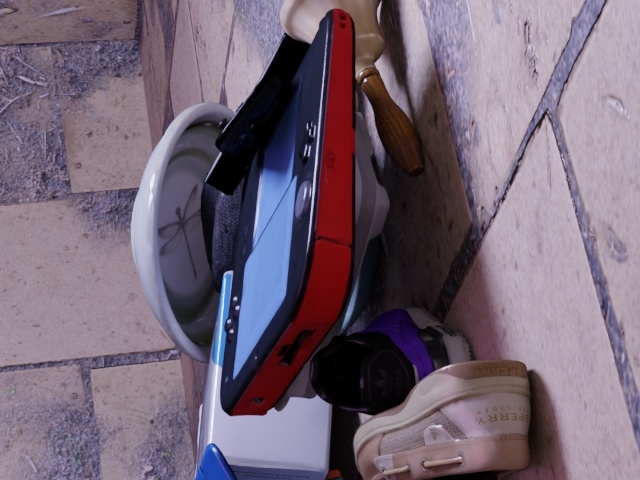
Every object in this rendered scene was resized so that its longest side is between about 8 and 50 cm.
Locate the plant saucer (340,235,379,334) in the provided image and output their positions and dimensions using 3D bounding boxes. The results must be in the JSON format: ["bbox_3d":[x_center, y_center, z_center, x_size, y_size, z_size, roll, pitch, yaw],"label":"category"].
[{"bbox_3d":[0.006,-0.035,2.017,0.317,0.044,0.317,172,90,-70],"label":"plant saucer"}]

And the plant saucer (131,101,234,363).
[{"bbox_3d":[-0.197,-0.011,2.446,0.400,0.100,0.400,-1,-90,-65],"label":"plant saucer"}]

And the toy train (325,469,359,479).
[{"bbox_3d":[0.036,0.383,2.127,0.125,0.046,0.166,-111,17,-51],"label":"toy train"}]

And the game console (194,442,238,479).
[{"bbox_3d":[-0.032,0.374,1.989,0.293,0.250,0.173,113,159,-66],"label":"game console"}]

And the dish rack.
[{"bbox_3d":[0.000,0.000,1.809,0.285,0.072,0.333,-103,23,-54],"label":"dish rack"}]

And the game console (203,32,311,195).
[{"bbox_3d":[-0.075,-0.155,1.861,0.213,0.044,0.361,-62,2,0],"label":"game console"}]

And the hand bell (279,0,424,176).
[{"bbox_3d":[0.055,-0.170,1.738,0.126,0.126,0.242,105,146,-58],"label":"hand bell"}]

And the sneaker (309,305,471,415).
[{"bbox_3d":[0.054,0.128,1.684,0.293,0.146,0.102,-178,84,-78],"label":"sneaker"}]

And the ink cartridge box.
[{"bbox_3d":[-0.086,0.266,2.257,0.395,0.166,0.285,105,169,-59],"label":"ink cartridge box"}]

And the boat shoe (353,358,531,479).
[{"bbox_3d":[0.111,0.212,1.506,0.341,0.122,0.110,116,148,-66],"label":"boat shoe"}]

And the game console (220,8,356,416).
[{"bbox_3d":[-0.040,-0.015,1.717,0.386,0.060,0.342,124,150,-59],"label":"game console"}]

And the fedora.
[{"bbox_3d":[-0.093,-0.022,2.324,0.334,0.152,0.334,176,90,-79],"label":"fedora"}]
